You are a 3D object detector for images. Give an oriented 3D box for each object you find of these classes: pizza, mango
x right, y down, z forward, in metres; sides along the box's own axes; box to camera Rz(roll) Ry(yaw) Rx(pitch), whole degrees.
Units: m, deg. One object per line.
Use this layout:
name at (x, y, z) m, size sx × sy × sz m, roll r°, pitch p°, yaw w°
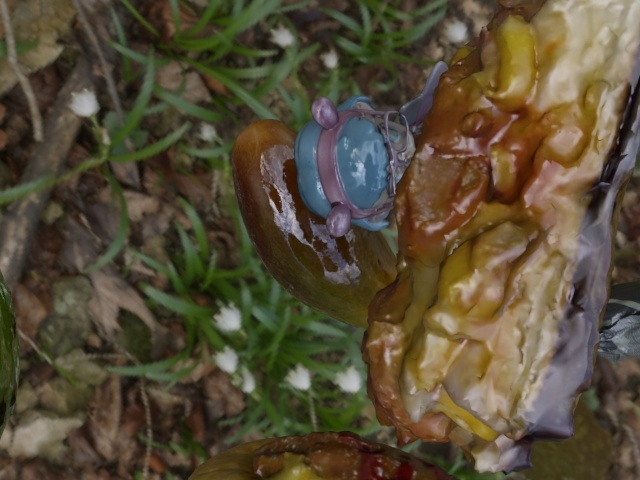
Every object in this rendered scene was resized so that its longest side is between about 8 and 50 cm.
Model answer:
pizza at (0.094, 0.003, 0.583) m, size 0.409 × 0.113 × 0.278 m, roll 98°, pitch 10°, yaw -49°
mango at (0.000, 0.000, 0.998) m, size 0.111 × 0.133 × 0.267 m, roll -35°, pitch 121°, yaw 8°

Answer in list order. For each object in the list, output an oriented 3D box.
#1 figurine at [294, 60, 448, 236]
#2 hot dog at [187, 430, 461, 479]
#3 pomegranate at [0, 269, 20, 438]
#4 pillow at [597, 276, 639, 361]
figurine at (0.084, -0.053, 0.923) m, size 0.260 × 0.102 × 0.205 m, roll -12°, pitch 103°, yaw -43°
hot dog at (0.071, 0.308, 0.752) m, size 0.223 × 0.405 × 0.185 m, roll -30°, pitch -173°, yaw 19°
pomegranate at (-0.223, 0.058, 0.436) m, size 0.211 × 0.211 × 0.263 m, roll -46°, pitch 168°, yaw -8°
pillow at (0.405, 0.084, 1.254) m, size 0.335 × 0.161 × 0.093 m, roll -8°, pitch 86°, yaw -60°
